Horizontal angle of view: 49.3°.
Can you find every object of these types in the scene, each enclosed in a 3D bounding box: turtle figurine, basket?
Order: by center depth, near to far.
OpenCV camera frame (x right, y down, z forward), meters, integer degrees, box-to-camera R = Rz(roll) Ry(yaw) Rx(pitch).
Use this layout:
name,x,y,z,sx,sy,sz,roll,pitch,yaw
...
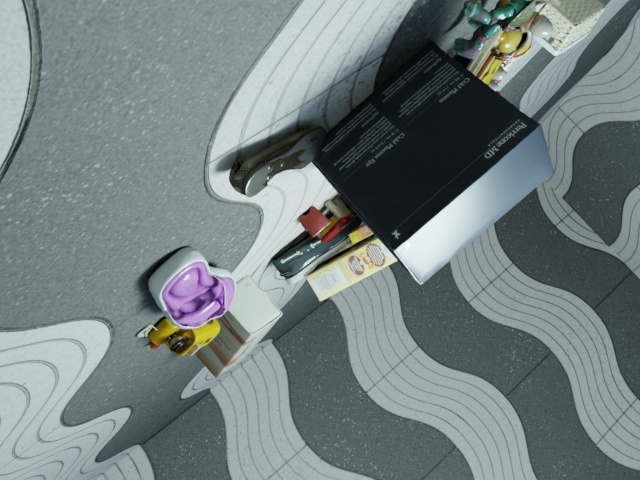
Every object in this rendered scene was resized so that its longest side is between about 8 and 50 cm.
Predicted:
name,x,y,z,sx,sy,sz,roll,pitch,yaw
turtle figurine,0.342,-0.444,1.312,0.175,0.118,0.234,-37,175,-22
basket,0.645,-0.581,1.827,0.167,0.113,0.103,-35,164,-30

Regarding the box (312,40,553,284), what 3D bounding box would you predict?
name,x,y,z,sx,sy,sz,roll,pitch,yaw
box,0.207,-0.152,1.359,0.343,0.312,0.179,-41,144,3

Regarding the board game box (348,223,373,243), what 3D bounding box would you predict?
name,x,y,z,sx,sy,sz,roll,pitch,yaw
board game box,0.201,-0.069,1.855,0.260,0.039,0.124,-25,-176,12

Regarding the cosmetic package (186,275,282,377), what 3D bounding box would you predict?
name,x,y,z,sx,sy,sz,roll,pitch,yaw
cosmetic package,-0.250,0.250,1.981,0.129,0.153,0.296,-33,166,-42

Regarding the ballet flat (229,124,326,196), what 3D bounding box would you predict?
name,x,y,z,sx,sy,sz,roll,pitch,yaw
ballet flat,-0.074,-0.149,1.226,0.250,0.058,0.084,-39,150,-43

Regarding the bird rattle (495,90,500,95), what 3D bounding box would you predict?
name,x,y,z,sx,sy,sz,roll,pitch,yaw
bird rattle,0.321,-0.217,1.577,0.207,0.143,0.253,-12,133,14

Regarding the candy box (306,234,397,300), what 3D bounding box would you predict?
name,x,y,z,sx,sy,sz,roll,pitch,yaw
candy box,0.121,0.052,2.009,0.317,0.087,0.183,-28,-176,7

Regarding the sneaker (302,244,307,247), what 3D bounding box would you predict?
name,x,y,z,sx,sy,sz,roll,pitch,yaw
sneaker,-0.054,0.041,2.095,0.070,0.051,0.134,-33,164,-28

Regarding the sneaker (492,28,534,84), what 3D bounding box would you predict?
name,x,y,z,sx,sy,sz,roll,pitch,yaw
sneaker,0.472,-0.473,1.803,0.185,0.069,0.084,-48,160,7

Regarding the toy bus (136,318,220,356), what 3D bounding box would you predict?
name,x,y,z,sx,sy,sz,roll,pitch,yaw
toy bus,-0.336,0.232,1.721,0.202,0.104,0.191,-37,169,-23

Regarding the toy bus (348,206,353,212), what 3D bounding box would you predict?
name,x,y,z,sx,sy,sz,roll,pitch,yaw
toy bus,0.198,-0.137,2.018,0.108,0.130,0.332,-33,167,-30

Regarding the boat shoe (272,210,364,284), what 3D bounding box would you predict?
name,x,y,z,sx,sy,sz,roll,pitch,yaw
boat shoe,0.000,0.000,1.988,0.303,0.091,0.114,-41,-167,-14

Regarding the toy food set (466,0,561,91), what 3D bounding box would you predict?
name,x,y,z,sx,sy,sz,roll,pitch,yaw
toy food set,0.444,-0.436,1.629,0.306,0.092,0.220,-59,164,22

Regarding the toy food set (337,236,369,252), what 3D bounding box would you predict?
name,x,y,z,sx,sy,sz,roll,pitch,yaw
toy food set,0.145,0.018,2.201,0.104,0.233,0.111,-22,121,-65

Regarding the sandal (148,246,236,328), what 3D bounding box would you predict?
name,x,y,z,sx,sy,sz,roll,pitch,yaw
sandal,-0.259,0.132,1.496,0.169,0.102,0.416,-43,164,-4

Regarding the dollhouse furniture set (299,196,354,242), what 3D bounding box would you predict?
name,x,y,z,sx,sy,sz,roll,pitch,yaw
dollhouse furniture set,0.104,-0.099,1.772,0.374,0.152,0.201,-46,168,29
